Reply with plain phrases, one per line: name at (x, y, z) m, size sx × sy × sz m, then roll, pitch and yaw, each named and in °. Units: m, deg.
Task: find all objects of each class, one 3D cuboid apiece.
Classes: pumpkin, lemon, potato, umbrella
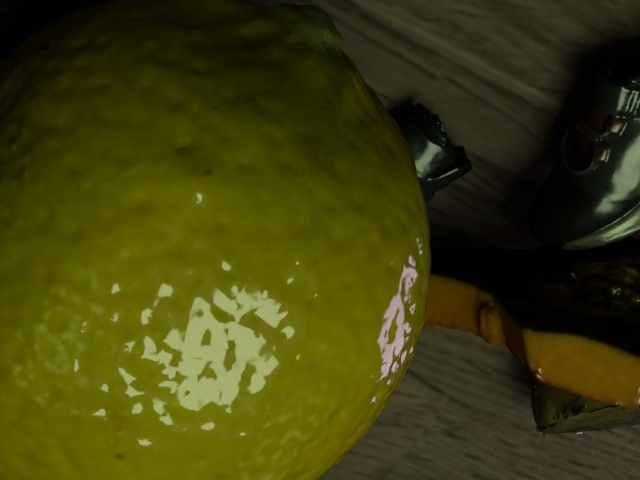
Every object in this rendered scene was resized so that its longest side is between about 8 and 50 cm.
pumpkin at (0.186, 0.058, 1.301) m, size 0.290 × 0.258 × 0.095 m, roll -4°, pitch 108°, yaw -27°
lemon at (-0.096, 0.022, 1.084) m, size 0.336 × 0.336 × 0.336 m, roll -13°, pitch 129°, yaw -17°
potato at (0.215, 0.103, 1.471) m, size 0.101 × 0.089 × 0.172 m, roll -15°, pitch 168°, yaw 12°
umbrella at (0.000, 0.000, 1.287) m, size 0.236 × 0.059 × 0.066 m, roll -39°, pitch 109°, yaw 8°

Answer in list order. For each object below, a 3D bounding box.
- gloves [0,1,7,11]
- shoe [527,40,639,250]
gloves at (-0.274, -0.132, 0.997) m, size 0.210 × 0.135 × 0.312 m, roll 4°, pitch 125°, yaw -36°
shoe at (0.226, -0.093, 1.307) m, size 0.227 × 0.099 × 0.112 m, roll -38°, pitch 125°, yaw 0°
